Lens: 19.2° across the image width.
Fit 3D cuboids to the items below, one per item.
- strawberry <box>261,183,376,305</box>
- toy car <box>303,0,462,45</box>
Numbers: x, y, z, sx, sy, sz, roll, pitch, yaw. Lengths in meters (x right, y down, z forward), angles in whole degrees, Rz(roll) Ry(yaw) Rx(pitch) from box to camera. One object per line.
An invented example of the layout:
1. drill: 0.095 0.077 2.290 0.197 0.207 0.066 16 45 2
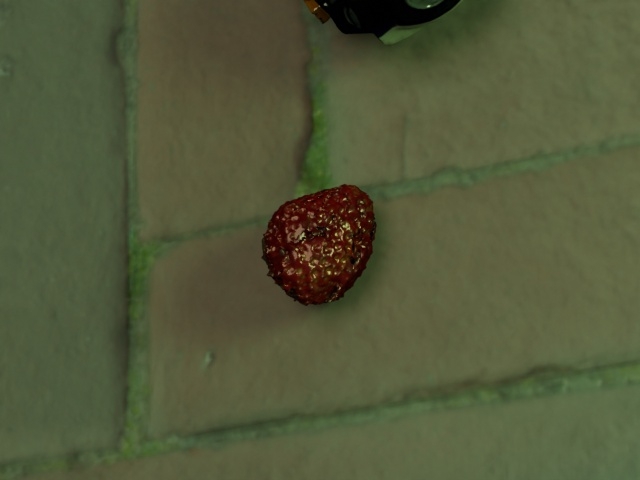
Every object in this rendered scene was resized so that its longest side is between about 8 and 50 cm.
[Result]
1. strawberry: 0.000 0.000 1.392 0.083 0.083 0.096 34 85 33
2. toy car: 0.099 -0.277 1.399 0.301 0.118 0.193 -42 50 13
